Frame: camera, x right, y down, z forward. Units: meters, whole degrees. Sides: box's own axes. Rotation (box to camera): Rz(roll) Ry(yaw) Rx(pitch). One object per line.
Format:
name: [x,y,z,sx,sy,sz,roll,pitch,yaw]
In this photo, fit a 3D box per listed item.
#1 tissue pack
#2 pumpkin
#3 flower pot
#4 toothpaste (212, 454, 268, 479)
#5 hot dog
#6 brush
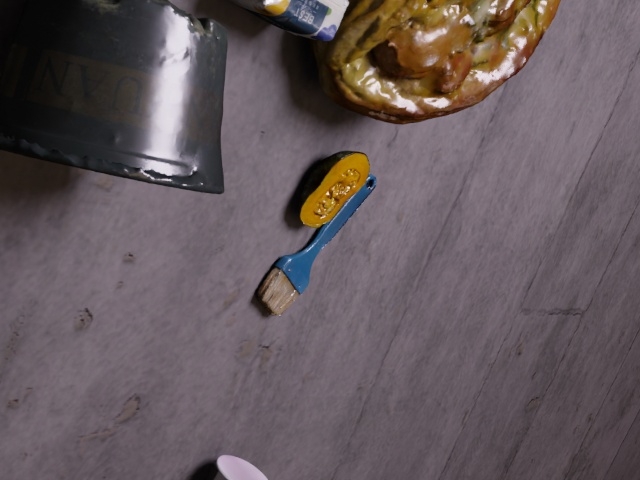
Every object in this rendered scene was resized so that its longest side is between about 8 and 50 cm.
tissue pack: [-0.029,-0.178,0.707,0.083,0.062,0.042,16,101,-54]
pumpkin: [0.006,-0.050,0.874,0.083,0.028,0.050,-51,143,4]
flower pot: [-0.124,-0.095,0.592,0.157,0.157,0.107,5,99,-52]
toothpaste: [-0.154,0.358,0.961,0.100,0.066,0.323,17,107,-53]
hot dog: [0.110,-0.214,0.800,0.272,0.122,0.196,-47,143,-18]
brush: [0.000,0.000,0.917,0.164,0.014,0.051,-50,145,-13]
